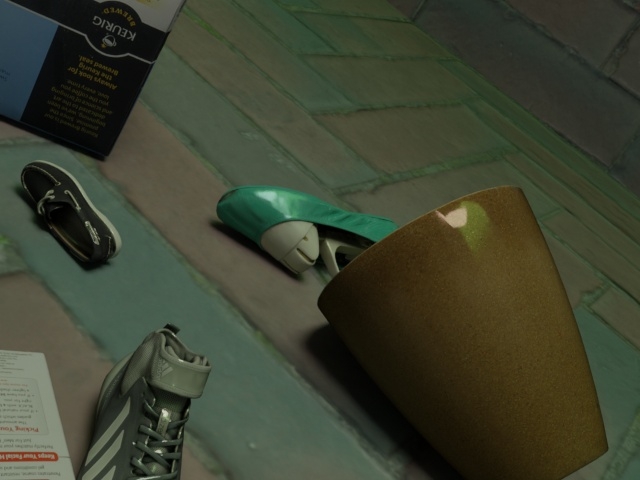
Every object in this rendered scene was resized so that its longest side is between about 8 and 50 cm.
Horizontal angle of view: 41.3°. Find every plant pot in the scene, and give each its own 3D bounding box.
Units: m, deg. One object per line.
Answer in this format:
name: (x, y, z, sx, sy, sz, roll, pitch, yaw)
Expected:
plant pot: (0.156, 0.117, 0.824, 0.237, 0.237, 0.254, -5, 61, -50)

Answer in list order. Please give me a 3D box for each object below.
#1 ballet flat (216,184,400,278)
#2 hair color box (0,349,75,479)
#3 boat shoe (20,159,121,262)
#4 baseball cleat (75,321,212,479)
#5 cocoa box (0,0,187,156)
ballet flat: (0.000, 0.000, 0.971, 0.247, 0.083, 0.087, 12, 48, -32)
hair color box: (-0.210, 0.145, 0.533, 0.093, 0.053, 0.167, 12, 33, -38)
boat shoe: (-0.240, -0.027, 0.791, 0.125, 0.046, 0.038, 47, 24, 9)
baseball cleat: (-0.120, 0.138, 0.579, 0.072, 0.109, 0.206, 24, 30, -28)
cocoa box: (-0.338, -0.290, 0.909, 0.347, 0.228, 0.231, 22, 29, -21)
